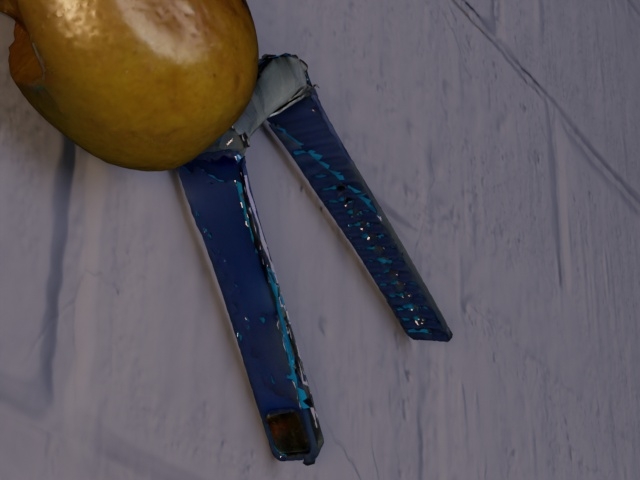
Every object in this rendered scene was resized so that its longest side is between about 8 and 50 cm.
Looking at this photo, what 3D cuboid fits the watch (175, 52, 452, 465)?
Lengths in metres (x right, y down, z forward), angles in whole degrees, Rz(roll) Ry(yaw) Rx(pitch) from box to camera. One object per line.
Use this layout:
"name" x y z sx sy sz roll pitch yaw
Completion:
"watch" 0.003 -0.009 1.171 0.276 0.068 0.274 -34 106 -61

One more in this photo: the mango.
"mango" -0.138 -0.163 0.938 0.262 0.130 0.167 62 35 -9
